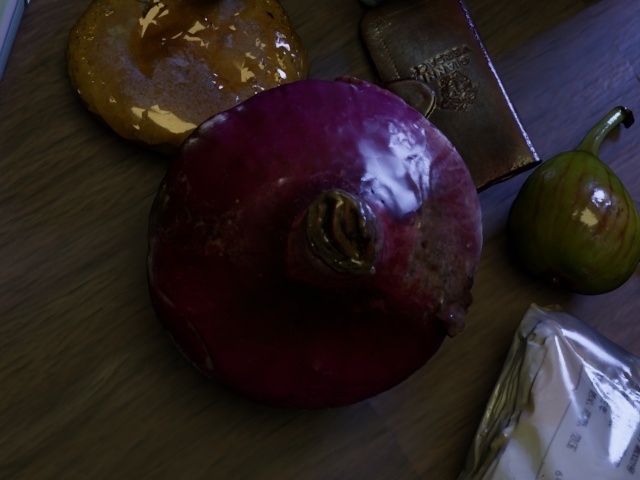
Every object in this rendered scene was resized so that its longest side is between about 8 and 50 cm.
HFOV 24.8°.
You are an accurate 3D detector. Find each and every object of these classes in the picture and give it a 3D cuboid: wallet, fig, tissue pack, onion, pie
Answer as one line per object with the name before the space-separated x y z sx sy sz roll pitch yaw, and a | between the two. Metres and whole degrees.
wallet | 0.139 -0.167 1.638 0.137 0.031 0.255 -23 69 1
fig | 0.299 -0.068 1.617 0.151 0.151 0.259 23 66 -5
tissue pack | 0.306 0.298 1.494 0.390 0.195 0.376 34 68 -1
onion | 0.000 0.000 1.411 0.347 0.385 0.348 0 87 -6
pie | -0.143 -0.199 1.597 0.273 0.069 0.273 7 65 -15

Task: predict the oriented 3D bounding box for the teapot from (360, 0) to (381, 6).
teapot | 0.135 -0.363 1.640 0.225 0.171 0.203 -29 47 -10

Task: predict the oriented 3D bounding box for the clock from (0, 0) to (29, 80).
clock | -0.479 -0.263 1.527 0.324 0.108 0.265 17 74 -6
